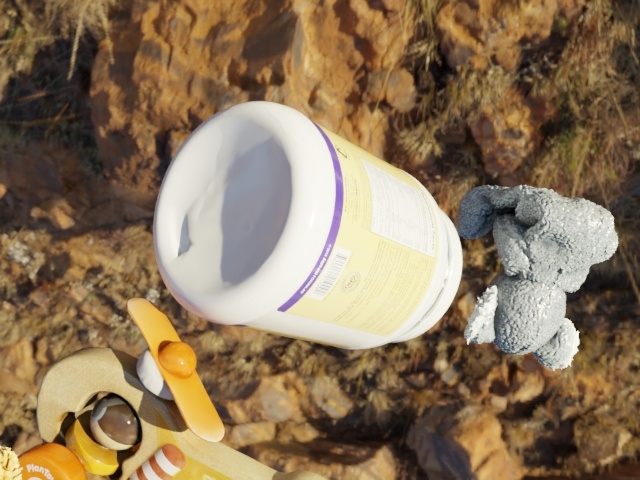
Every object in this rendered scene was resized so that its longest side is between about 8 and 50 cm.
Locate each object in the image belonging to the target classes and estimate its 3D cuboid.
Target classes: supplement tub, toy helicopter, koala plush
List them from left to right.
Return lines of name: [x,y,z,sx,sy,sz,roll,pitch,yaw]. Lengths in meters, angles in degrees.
toy helicopter: [-0.136,0.210,0.768,0.355,0.140,0.234,20,104,14]
supplement tub: [0.000,0.000,0.876,0.241,0.240,0.331,-20,155,33]
koala plush: [0.283,0.054,1.002,0.196,0.221,0.203,22,173,-19]

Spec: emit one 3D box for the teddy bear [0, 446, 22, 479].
teddy bear: [-0.282,0.351,0.663,0.113,0.337,0.245,-11,162,-7]
